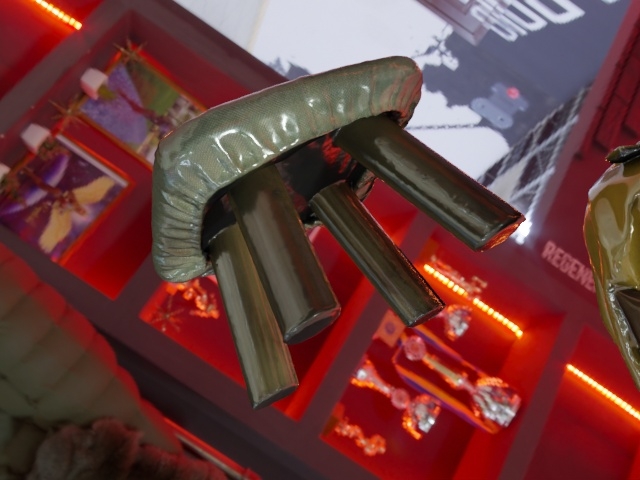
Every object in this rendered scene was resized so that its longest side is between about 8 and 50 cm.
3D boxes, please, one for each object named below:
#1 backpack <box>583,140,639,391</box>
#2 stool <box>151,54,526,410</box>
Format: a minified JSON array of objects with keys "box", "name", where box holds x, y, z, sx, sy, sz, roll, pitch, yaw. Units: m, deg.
[{"box":[0.387,0.063,0.522,0.201,0.378,0.353,-30,-173,-37],"name":"backpack"},{"box":[0.000,0.000,0.723,0.310,0.226,0.310,-23,158,-23],"name":"stool"}]
